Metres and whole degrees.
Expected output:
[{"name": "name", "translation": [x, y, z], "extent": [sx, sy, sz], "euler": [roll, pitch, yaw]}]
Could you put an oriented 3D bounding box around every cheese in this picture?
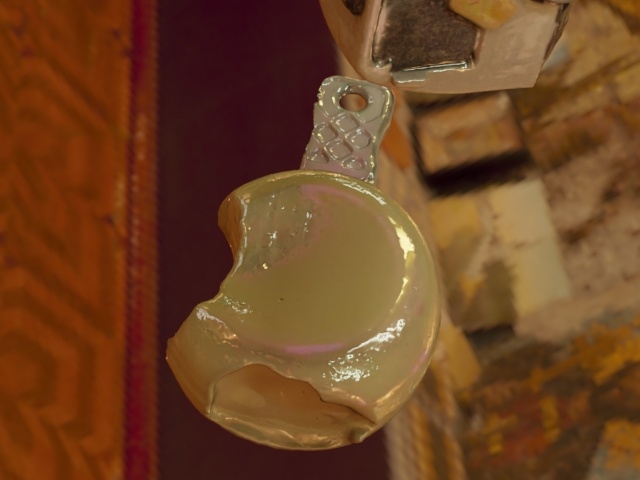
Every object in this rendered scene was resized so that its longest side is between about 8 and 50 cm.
[{"name": "cheese", "translation": [0.000, 0.000, 1.111], "extent": [0.082, 0.163, 0.286], "euler": [97, 2, -50]}]

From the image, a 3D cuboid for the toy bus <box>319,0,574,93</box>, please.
[{"name": "toy bus", "translation": [0.082, -0.219, 0.834], "extent": [0.342, 0.138, 0.097], "euler": [101, -26, -45]}]
